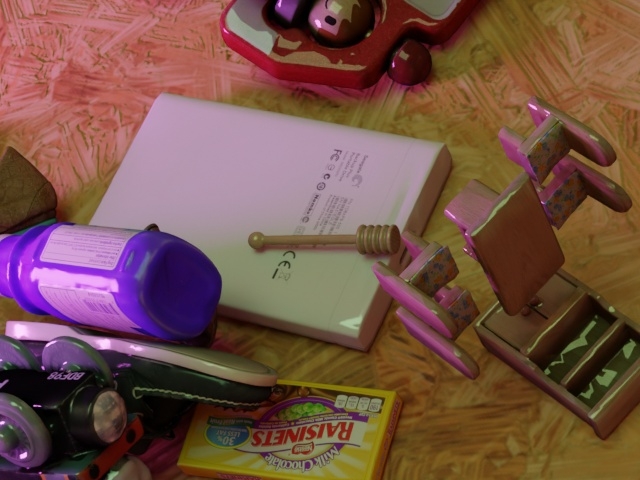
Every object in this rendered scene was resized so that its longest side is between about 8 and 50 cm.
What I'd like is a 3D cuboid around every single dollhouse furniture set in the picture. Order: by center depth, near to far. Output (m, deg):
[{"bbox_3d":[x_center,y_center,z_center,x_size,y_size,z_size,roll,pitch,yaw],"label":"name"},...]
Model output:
[{"bbox_3d":[0.201,0.043,1.506,0.212,0.242,0.161,-46,53,-10],"label":"dollhouse furniture set"}]

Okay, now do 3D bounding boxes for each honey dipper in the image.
[{"bbox_3d":[0.000,0.000,1.697,0.161,0.030,0.030,-1,58,24],"label":"honey dipper"}]

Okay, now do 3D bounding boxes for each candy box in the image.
[{"bbox_3d":[-0.030,0.185,1.645,0.206,0.027,0.105,3,61,25],"label":"candy box"}]

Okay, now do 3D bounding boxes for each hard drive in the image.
[{"bbox_3d":[-0.065,-0.027,1.789,0.353,0.047,0.233,13,64,28],"label":"hard drive"}]

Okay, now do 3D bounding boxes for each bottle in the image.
[{"bbox_3d":[-0.227,0.035,1.685,0.283,0.118,0.092,5,67,44],"label":"bottle"}]

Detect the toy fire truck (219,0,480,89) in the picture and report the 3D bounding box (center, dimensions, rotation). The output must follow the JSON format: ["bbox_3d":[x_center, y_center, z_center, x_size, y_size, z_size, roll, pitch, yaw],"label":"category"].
[{"bbox_3d":[0.047,-0.293,1.862,0.254,0.169,0.302,33,75,16],"label":"toy fire truck"}]

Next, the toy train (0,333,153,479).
[{"bbox_3d":[-0.301,0.196,1.619,0.334,0.190,0.142,-3,29,34],"label":"toy train"}]

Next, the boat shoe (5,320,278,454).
[{"bbox_3d":[-0.185,0.150,1.665,0.340,0.127,0.113,7,86,33],"label":"boat shoe"}]

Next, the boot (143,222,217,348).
[{"bbox_3d":[-0.142,0.050,1.724,0.114,0.037,0.106,25,113,30],"label":"boot"}]

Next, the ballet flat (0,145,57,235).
[{"bbox_3d":[-0.452,-0.006,1.838,0.342,0.116,0.124,-26,92,-15],"label":"ballet flat"}]
